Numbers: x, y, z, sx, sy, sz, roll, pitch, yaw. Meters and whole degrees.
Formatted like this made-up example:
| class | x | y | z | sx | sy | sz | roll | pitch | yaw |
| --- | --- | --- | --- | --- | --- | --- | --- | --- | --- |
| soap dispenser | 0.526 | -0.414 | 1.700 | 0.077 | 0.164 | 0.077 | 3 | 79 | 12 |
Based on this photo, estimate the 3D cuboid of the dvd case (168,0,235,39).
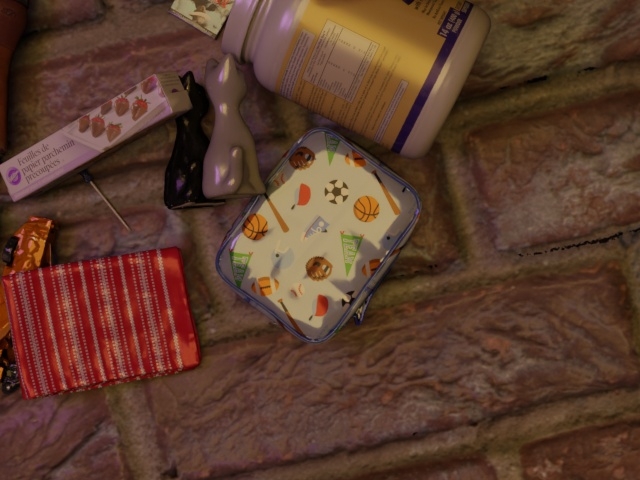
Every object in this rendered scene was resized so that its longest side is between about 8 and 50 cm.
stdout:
| class | x | y | z | sx | sy | sz | roll | pitch | yaw |
| --- | --- | --- | --- | --- | --- | --- | --- | --- | --- |
| dvd case | -0.168 | -0.382 | 1.769 | 0.087 | 0.013 | 0.119 | 32 | 94 | 1 |

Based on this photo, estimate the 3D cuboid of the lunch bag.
| class | x | y | z | sx | sy | sz | roll | pitch | yaw |
| --- | --- | --- | --- | --- | --- | --- | --- | --- | --- |
| lunch bag | 0.000 | 0.000 | 1.728 | 0.243 | 0.115 | 0.303 | 36 | 92 | -2 |

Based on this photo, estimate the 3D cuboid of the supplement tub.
| class | x | y | z | sx | sy | sz | roll | pitch | yaw |
| --- | --- | --- | --- | --- | --- | --- | --- | --- | --- |
| supplement tub | 0.050 | -0.287 | 1.649 | 0.331 | 0.241 | 0.241 | 26 | 93 | 1 |

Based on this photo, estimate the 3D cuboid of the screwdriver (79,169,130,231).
| class | x | y | z | sx | sy | sz | roll | pitch | yaw |
| --- | --- | --- | --- | --- | --- | --- | --- | --- | --- |
| screwdriver | -0.349 | -0.081 | 1.783 | 0.024 | 0.025 | 0.170 | -38 | 89 | 3 |

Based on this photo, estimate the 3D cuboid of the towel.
| class | x | y | z | sx | sy | sz | roll | pitch | yaw |
| --- | --- | --- | --- | --- | --- | --- | --- | --- | --- |
| towel | -0.328 | 0.125 | 1.743 | 0.275 | 0.031 | 0.198 | -10 | 96 | -14 |

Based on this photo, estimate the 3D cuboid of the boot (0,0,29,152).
| class | x | y | z | sx | sy | sz | roll | pitch | yaw |
| --- | --- | --- | --- | --- | --- | --- | --- | --- | --- |
| boot | -0.577 | -0.280 | 1.701 | 0.264 | 0.096 | 0.280 | 11 | 87 | -16 |

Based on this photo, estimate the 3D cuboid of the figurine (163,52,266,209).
| class | x | y | z | sx | sy | sz | roll | pitch | yaw |
| --- | --- | --- | --- | --- | --- | --- | --- | --- | --- |
| figurine | -0.164 | -0.160 | 1.691 | 0.092 | 0.215 | 0.209 | -4 | 87 | -32 |

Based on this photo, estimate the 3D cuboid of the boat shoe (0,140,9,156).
| class | x | y | z | sx | sy | sz | roll | pitch | yaw |
| --- | --- | --- | --- | --- | --- | --- | --- | --- | --- |
| boat shoe | -0.636 | -0.167 | 1.749 | 0.307 | 0.111 | 0.104 | 25 | 92 | 2 |

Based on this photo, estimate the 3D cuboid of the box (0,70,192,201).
| class | x | y | z | sx | sy | sz | roll | pitch | yaw |
| --- | --- | --- | --- | --- | --- | --- | --- | --- | --- |
| box | -0.336 | -0.152 | 1.701 | 0.324 | 0.067 | 0.063 | -25 | 90 | 25 |

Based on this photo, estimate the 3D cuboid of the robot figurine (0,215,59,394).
| class | x | y | z | sx | sy | sz | roll | pitch | yaw |
| --- | --- | --- | --- | --- | --- | --- | --- | --- | --- |
| robot figurine | -0.507 | 0.093 | 1.766 | 0.211 | 0.085 | 0.291 | 16 | 92 | 2 |
